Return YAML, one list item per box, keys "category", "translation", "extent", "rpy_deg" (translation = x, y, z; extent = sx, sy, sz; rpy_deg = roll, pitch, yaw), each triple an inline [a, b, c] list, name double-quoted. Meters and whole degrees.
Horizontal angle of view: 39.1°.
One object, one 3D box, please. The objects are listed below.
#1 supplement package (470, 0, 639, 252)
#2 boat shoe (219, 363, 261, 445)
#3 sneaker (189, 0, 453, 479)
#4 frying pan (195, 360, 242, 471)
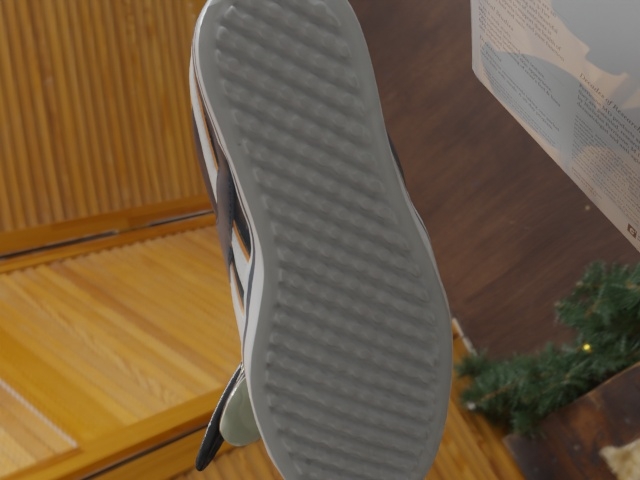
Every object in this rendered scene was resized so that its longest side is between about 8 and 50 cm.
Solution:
- category: "supplement package"
  translation: [0.204, -0.153, 0.434]
  extent: [0.199, 0.198, 0.262]
  rpy_deg: [55, 172, 31]
- category: "boat shoe"
  translation: [-0.044, 0.109, 0.748]
  extent: [0.049, 0.137, 0.043]
  rpy_deg: [41, 156, -22]
- category: "sneaker"
  translation: [0.000, 0.000, 0.542]
  extent: [0.127, 0.126, 0.321]
  rpy_deg: [-124, 24, -73]
- category: "frying pan"
  translation: [-0.024, 0.032, 0.807]
  extent: [0.053, 0.326, 0.197]
  rpy_deg: [17, 139, 13]
